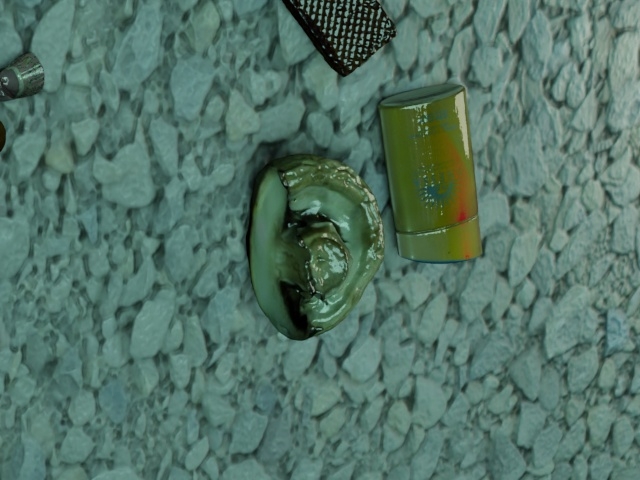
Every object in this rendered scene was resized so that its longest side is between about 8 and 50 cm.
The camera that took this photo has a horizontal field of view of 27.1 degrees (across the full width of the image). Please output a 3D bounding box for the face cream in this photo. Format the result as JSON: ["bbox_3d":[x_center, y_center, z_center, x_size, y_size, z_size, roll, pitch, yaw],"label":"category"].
[{"bbox_3d":[0.172,-0.092,2.047,0.139,0.067,0.285,-14,114,-10],"label":"face cream"}]

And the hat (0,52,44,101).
[{"bbox_3d":[-0.423,-0.222,1.828,0.087,0.042,0.058,-45,126,-36],"label":"hat"}]

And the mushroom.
[{"bbox_3d":[-0.003,0.004,1.971,0.164,0.190,0.266,-13,90,-28],"label":"mushroom"}]

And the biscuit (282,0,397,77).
[{"bbox_3d":[-0.040,-0.407,1.855,0.107,0.073,0.388,-40,117,-1],"label":"biscuit"}]

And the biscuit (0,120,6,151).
[{"bbox_3d":[-0.517,-0.119,1.758,0.212,0.212,0.036,-15,75,-12],"label":"biscuit"}]
